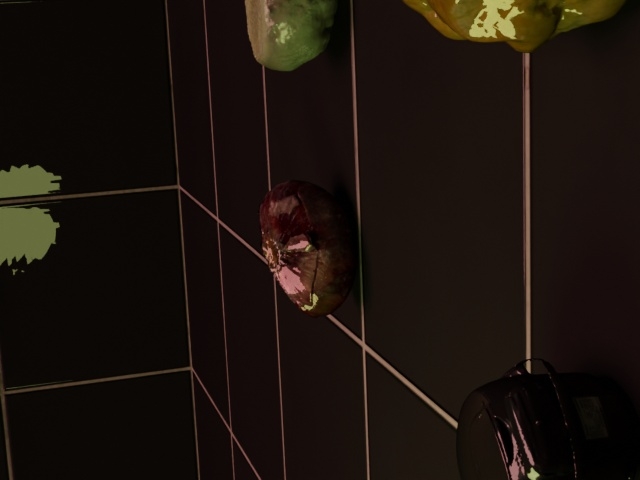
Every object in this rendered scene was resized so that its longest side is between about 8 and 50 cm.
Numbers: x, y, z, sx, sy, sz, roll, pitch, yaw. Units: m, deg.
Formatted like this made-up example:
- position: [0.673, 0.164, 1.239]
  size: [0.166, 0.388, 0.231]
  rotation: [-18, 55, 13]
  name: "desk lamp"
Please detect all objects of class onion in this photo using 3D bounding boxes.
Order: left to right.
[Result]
- position: [0.000, 0.000, 1.573]
  size: [0.098, 0.151, 0.206]
  rotation: [-38, 65, 32]
  name: "onion"

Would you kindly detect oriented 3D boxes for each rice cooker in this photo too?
- position: [0.181, 0.182, 0.954]
  size: [0.203, 0.118, 0.142]
  rotation: [111, 150, -59]
  name: "rice cooker"

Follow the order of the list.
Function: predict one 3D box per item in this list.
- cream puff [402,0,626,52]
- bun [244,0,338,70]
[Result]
- position: [0.093, -0.299, 0.853]
  size: [0.324, 0.257, 0.291]
  rotation: [108, 155, -55]
  name: "cream puff"
- position: [-0.037, -0.325, 1.536]
  size: [0.195, 0.118, 0.195]
  rotation: [178, 90, -79]
  name: "bun"
